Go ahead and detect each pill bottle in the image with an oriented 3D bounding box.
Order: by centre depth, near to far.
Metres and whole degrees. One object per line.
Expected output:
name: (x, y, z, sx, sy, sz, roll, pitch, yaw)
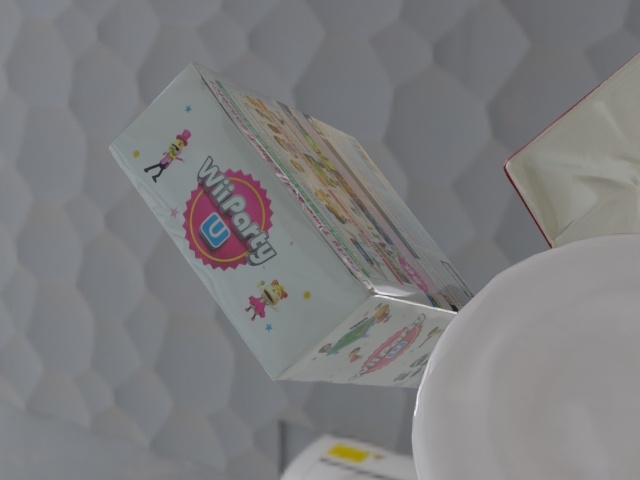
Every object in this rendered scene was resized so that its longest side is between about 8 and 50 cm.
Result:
pill bottle: (0.160, 0.152, 0.597, 0.176, 0.318, 0.176, -9, -127, 13)

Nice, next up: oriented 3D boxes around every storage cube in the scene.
storage cube: (0.282, -0.014, 0.898, 0.193, 0.215, 0.184, 27, -148, -43)

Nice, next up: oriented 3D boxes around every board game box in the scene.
board game box: (0.000, 0.000, 0.979, 0.224, 0.097, 0.303, 53, -166, 21)
